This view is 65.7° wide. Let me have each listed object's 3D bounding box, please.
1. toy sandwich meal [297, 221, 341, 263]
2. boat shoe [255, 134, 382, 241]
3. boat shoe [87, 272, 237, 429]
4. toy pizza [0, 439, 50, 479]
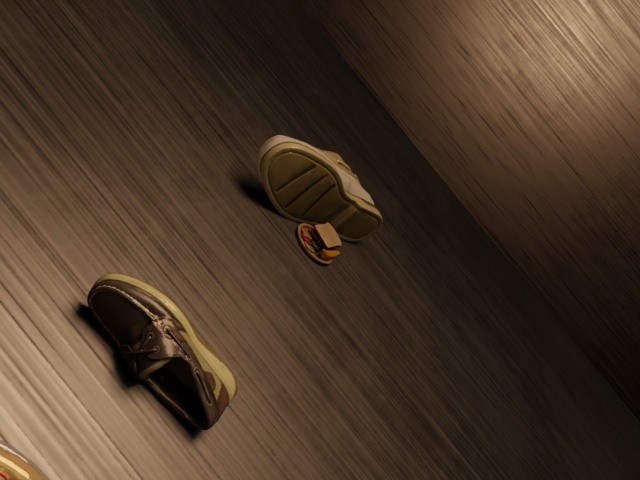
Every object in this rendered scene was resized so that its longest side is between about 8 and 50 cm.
[{"bbox_3d":[0.000,0.000,0.775,0.085,0.029,0.086,39,27,-24],"label":"toy sandwich meal"},{"bbox_3d":[-0.007,-0.091,0.809,0.302,0.113,0.103,34,26,-54],"label":"boat shoe"},{"bbox_3d":[-0.129,0.090,0.401,0.152,0.056,0.049,45,20,-12],"label":"boat shoe"},{"bbox_3d":[-0.194,0.169,0.210,0.201,0.032,0.201,39,27,-24],"label":"toy pizza"}]
